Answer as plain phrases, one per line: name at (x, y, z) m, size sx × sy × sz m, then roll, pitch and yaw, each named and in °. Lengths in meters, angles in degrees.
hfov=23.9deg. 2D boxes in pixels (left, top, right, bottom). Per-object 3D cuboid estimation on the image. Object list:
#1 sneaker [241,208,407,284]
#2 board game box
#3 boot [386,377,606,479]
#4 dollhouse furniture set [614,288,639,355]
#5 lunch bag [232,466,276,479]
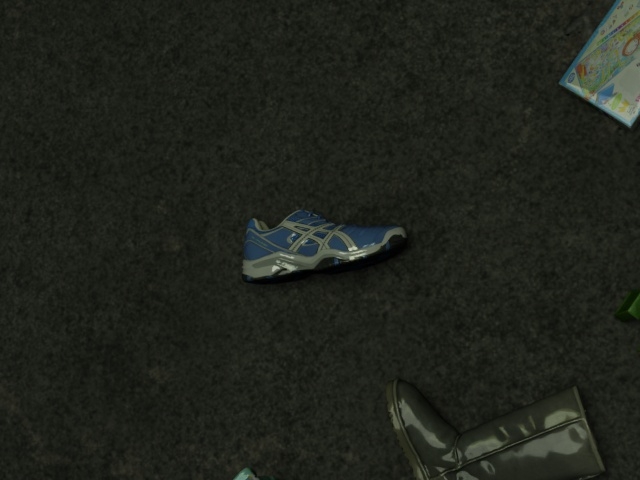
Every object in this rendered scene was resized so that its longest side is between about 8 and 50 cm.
sneaker at (0.000, 0.000, 1.820) m, size 0.211 × 0.080 × 0.081 m, roll -8°, pitch 80°, yaw 15°
board game box at (0.367, -0.218, 1.771) m, size 0.103 × 0.026 × 0.154 m, roll 36°, pitch 92°, yaw 21°
boot at (0.198, 0.211, 1.718) m, size 0.208 × 0.076 × 0.190 m, roll -26°, pitch 87°, yaw 19°
dollhouse furniture set at (0.405, 0.115, 1.697) m, size 0.151 × 0.058 × 0.076 m, roll 34°, pitch 84°, yaw 2°
lunch bag at (-0.089, 0.430, 1.726) m, size 0.262 × 0.160 × 0.223 m, roll -46°, pitch 71°, yaw -1°
